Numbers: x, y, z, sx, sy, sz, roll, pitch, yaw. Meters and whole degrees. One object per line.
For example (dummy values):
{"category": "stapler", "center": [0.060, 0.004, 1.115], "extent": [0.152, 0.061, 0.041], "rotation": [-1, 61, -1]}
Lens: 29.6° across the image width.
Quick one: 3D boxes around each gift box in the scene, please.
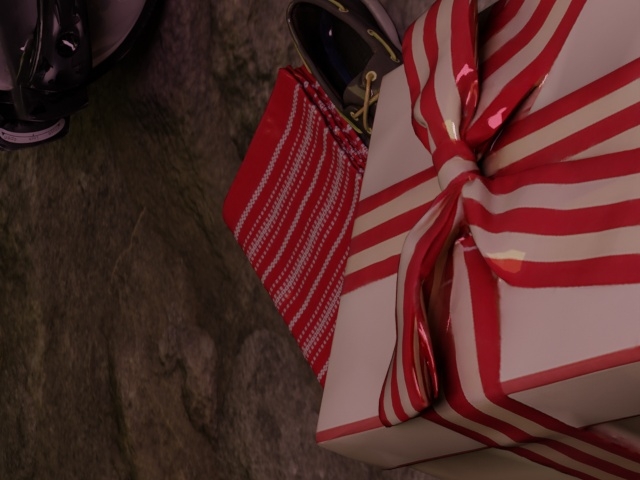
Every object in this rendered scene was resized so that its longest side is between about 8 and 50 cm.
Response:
{"category": "gift box", "center": [0.162, -0.007, 0.585], "extent": [0.276, 0.258, 0.255], "rotation": [-34, 40, 49]}

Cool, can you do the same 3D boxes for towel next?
{"category": "towel", "center": [0.000, 0.000, 1.060], "extent": [0.275, 0.031, 0.199], "rotation": [58, 136, 35]}

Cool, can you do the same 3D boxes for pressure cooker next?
{"category": "pressure cooker", "center": [-0.369, -0.311, 1.262], "extent": [0.420, 0.370, 0.376], "rotation": [11, 67, 52]}

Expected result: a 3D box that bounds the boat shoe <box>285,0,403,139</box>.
{"category": "boat shoe", "center": [0.044, -0.118, 0.956], "extent": [0.228, 0.068, 0.081], "rotation": [57, 134, 37]}
